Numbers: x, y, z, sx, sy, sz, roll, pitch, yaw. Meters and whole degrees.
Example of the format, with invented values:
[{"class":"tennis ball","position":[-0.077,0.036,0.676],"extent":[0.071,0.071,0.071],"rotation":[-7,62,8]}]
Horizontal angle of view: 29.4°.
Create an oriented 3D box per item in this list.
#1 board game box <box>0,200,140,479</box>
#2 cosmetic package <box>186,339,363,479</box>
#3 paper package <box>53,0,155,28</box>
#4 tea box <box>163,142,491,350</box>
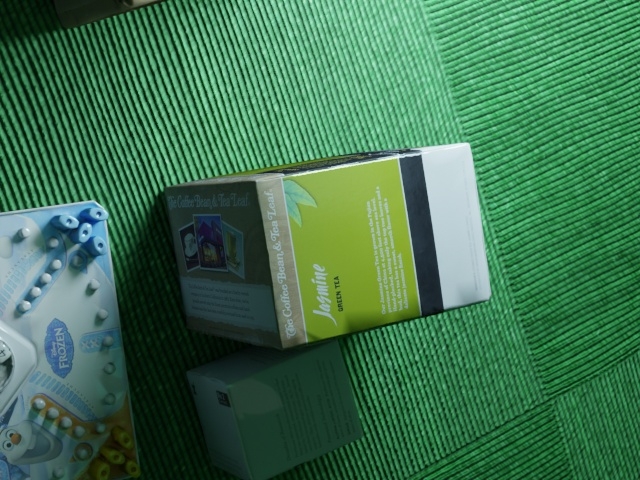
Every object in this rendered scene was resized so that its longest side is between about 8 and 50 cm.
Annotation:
[{"class":"board game box","position":[-0.439,0.164,1.594],"extent":[0.390,0.050,0.390],"rotation":[-9,95,-28]},{"class":"cosmetic package","position":[-0.066,0.232,1.733],"extent":[0.183,0.151,0.151],"rotation":[-20,100,-25]},{"class":"paper package","position":[-0.182,-0.403,1.577],"extent":[0.325,0.309,0.168],"rotation":[-23,104,-24]},{"class":"tea box","position":[0.000,0.000,1.666],"extent":[0.323,0.329,0.220],"rotation":[-11,96,-26]}]
